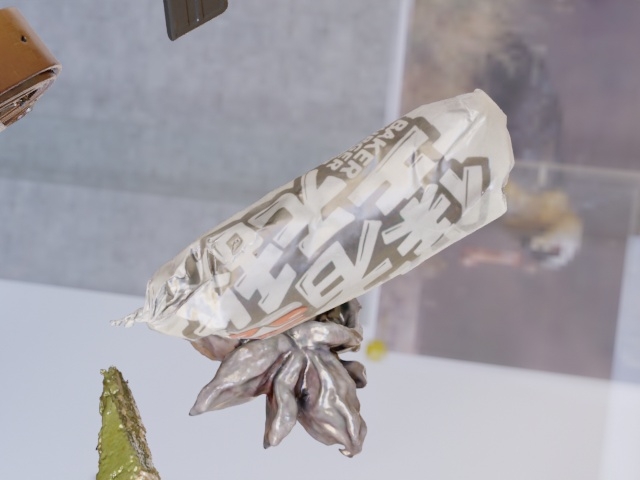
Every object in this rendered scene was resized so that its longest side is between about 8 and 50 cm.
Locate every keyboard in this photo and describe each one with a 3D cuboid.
[{"bbox_3d":[-0.153,-0.403,2.155,0.103,0.041,0.381,-33,143,-32],"label":"keyboard"}]

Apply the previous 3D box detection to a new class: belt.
[{"bbox_3d":[-0.418,-0.150,2.112,0.261,0.105,0.184,-36,179,-20],"label":"belt"}]

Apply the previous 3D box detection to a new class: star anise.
[{"bbox_3d":[-0.051,0.114,2.372,0.316,0.359,0.139,-25,156,-42],"label":"star anise"}]

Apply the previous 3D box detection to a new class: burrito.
[{"bbox_3d":[0.000,0.000,1.895,0.139,0.445,0.101,60,-7,6],"label":"burrito"}]

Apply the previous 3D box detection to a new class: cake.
[{"bbox_3d":[-0.171,0.169,1.598,0.051,0.055,0.140,51,12,-45],"label":"cake"}]
